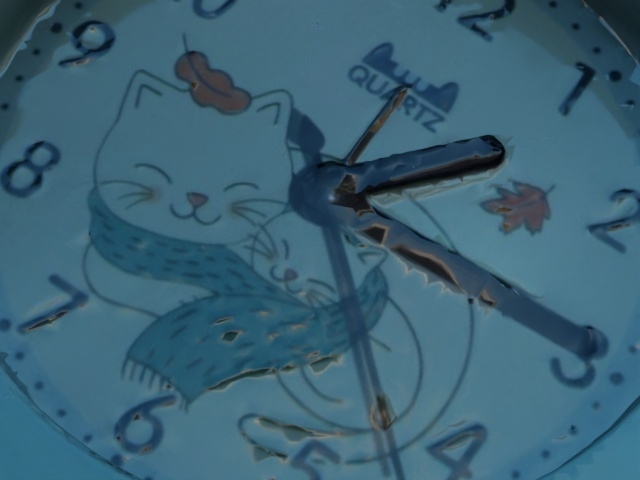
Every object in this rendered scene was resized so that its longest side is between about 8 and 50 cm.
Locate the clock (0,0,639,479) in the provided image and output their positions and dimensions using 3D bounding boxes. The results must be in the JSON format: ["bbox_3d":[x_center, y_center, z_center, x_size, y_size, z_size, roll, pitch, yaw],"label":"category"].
[{"bbox_3d":[0.000,0.000,0.389,0.274,0.223,0.094,-51,-13,-23],"label":"clock"}]
